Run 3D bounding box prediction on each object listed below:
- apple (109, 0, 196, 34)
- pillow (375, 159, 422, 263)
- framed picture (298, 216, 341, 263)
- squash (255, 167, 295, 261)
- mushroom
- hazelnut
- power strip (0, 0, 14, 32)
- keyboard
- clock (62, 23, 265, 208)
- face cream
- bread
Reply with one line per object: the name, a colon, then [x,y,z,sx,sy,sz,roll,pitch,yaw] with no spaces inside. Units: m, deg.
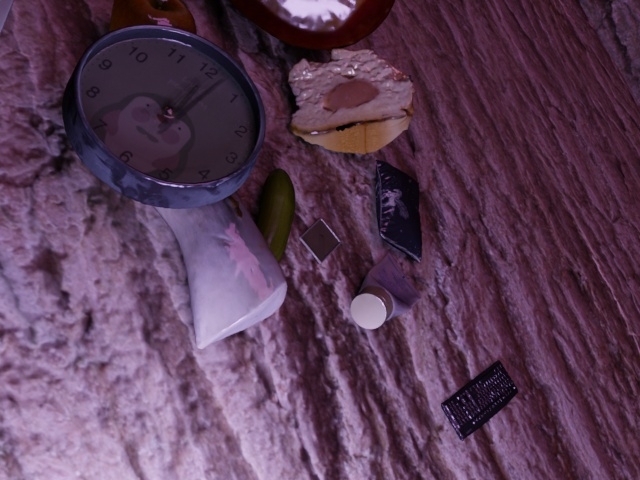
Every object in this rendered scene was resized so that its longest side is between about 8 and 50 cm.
apple: [-0.301,-0.355,1.652,0.163,0.147,0.146,33,37,-5]
pillow: [0.163,-0.065,1.979,0.141,0.055,0.208,32,44,-37]
framed picture: [0.000,0.000,1.798,0.066,0.007,0.089,50,39,-5]
squash: [-0.085,-0.029,1.685,0.069,0.069,0.258,34,44,-24]
mushroom: [-0.207,-0.039,1.526,0.177,0.126,0.397,-25,79,-28]
hazelnut: [-0.026,-0.587,1.945,0.409,0.359,0.359,36,42,-19]
power strip: [-0.532,-0.402,1.511,0.091,0.062,0.385,26,45,-26]
keyboard: [0.321,0.315,1.885,0.250,0.017,0.087,-21,77,-51]
clock: [-0.238,-0.200,1.486,0.319,0.066,0.318,13,56,-20]
face cream: [0.128,0.102,1.824,0.114,0.070,0.224,54,26,0]
bread: [0.077,-0.296,1.933,0.224,0.211,0.183,13,60,-46]
